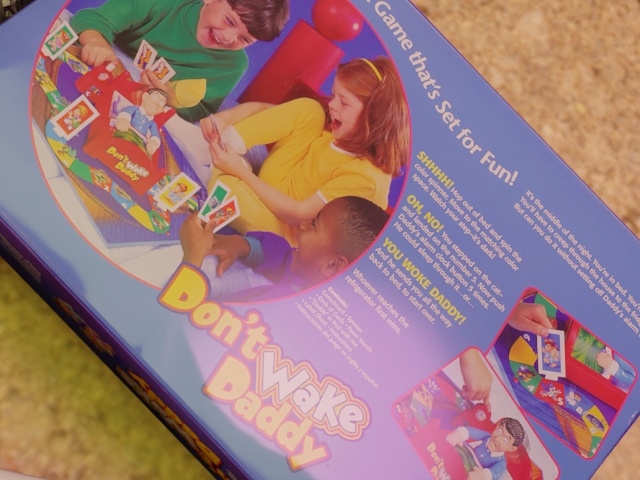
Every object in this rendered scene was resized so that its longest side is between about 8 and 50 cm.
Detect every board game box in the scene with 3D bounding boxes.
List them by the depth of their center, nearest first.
[{"bbox_3d":[0.000,0.000,0.485,0.347,0.078,0.233,46,68,0],"label":"board game box"}]

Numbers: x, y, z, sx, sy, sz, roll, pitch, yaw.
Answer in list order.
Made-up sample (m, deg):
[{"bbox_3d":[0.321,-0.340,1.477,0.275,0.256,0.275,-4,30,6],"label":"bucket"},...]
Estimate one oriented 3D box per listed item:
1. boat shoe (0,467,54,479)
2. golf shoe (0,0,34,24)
[{"bbox_3d":[-0.233,0.093,0.444,0.367,0.136,0.157,21,71,-6],"label":"boat shoe"},{"bbox_3d":[-0.210,-0.080,0.543,0.093,0.077,0.198,-3,71,7],"label":"golf shoe"}]
